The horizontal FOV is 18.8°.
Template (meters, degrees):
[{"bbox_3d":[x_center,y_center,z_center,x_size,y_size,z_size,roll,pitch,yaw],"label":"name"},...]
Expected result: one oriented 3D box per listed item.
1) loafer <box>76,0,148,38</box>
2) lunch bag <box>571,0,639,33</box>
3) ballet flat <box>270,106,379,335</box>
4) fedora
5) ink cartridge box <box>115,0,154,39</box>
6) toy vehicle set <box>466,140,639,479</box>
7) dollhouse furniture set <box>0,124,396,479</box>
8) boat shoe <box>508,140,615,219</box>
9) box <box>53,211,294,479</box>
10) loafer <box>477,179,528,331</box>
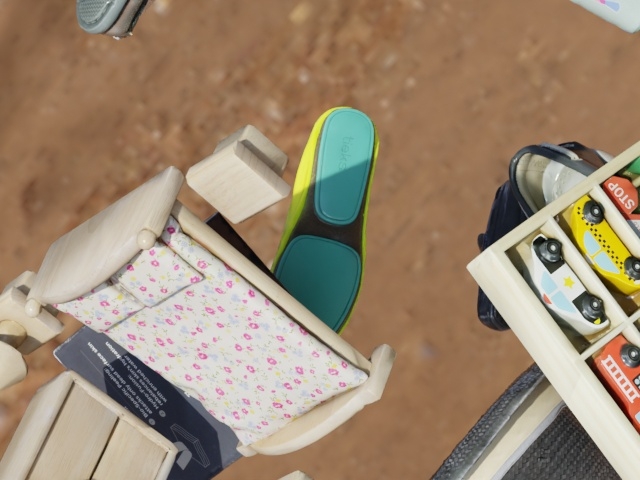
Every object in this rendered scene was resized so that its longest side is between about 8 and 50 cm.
[{"bbox_3d":[-0.114,-0.282,1.532,0.096,0.084,0.268,17,89,54],"label":"loafer"},{"bbox_3d":[0.295,-0.333,1.700,0.224,0.108,0.279,-76,10,-59],"label":"lunch bag"},{"bbox_3d":[0.000,0.000,1.609,0.077,0.077,0.231,134,151,-69],"label":"ballet flat"},{"bbox_3d":[0.171,0.232,1.575,0.334,0.152,0.334,-48,-13,-15],"label":"fedora"},{"bbox_3d":[-0.172,-0.340,2.152,0.189,0.066,0.232,-50,-4,-19],"label":"ink cartridge box"},{"bbox_3d":[0.236,0.077,1.257,0.166,0.267,0.035,-35,-4,-31],"label":"toy vehicle set"},{"bbox_3d":[-0.069,0.141,1.231,0.355,0.303,0.174,-30,28,44],"label":"dollhouse furniture set"},{"bbox_3d":[0.276,0.004,1.779,0.302,0.091,0.114,43,118,51],"label":"boat shoe"},{"bbox_3d":[-0.093,0.089,1.487,0.158,0.156,0.093,-39,3,41],"label":"box"},{"bbox_3d":[0.221,0.014,2.272,0.078,0.076,0.223,-16,44,42],"label":"loafer"}]
